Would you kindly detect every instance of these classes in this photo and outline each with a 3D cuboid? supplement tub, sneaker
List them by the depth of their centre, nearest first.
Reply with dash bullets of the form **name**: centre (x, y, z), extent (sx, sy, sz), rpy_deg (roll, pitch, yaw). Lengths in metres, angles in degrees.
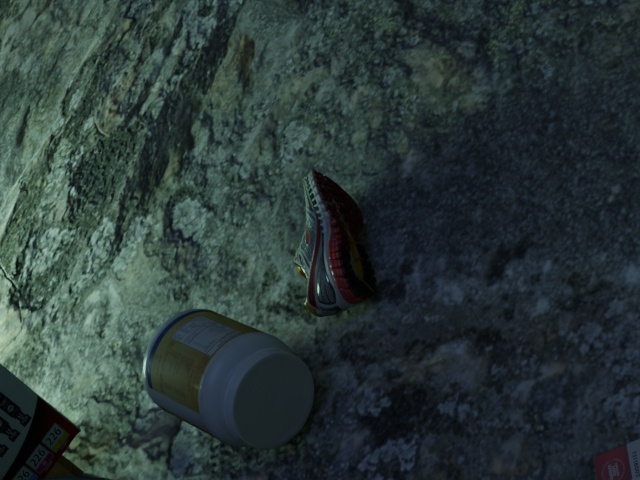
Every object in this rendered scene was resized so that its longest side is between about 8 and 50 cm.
- **supplement tub**: centre (-0.115, 0.174, 1.847), extent (0.199, 0.144, 0.144), rpy_deg (18, 76, 50)
- **sneaker**: centre (0.000, 0.000, 1.902), extent (0.092, 0.088, 0.225), rpy_deg (-34, 42, 26)

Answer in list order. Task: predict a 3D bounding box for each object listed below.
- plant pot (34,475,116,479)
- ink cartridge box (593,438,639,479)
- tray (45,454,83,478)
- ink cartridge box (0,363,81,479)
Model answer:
- **plant pot**: centre (-0.291, 0.400, 1.795), extent (0.290, 0.290, 0.195), rpy_deg (-2, 25, 46)
- **ink cartridge box**: centre (0.360, 0.226, 1.371), extent (0.198, 0.067, 0.115), rpy_deg (-29, 44, 29)
- **tray**: centre (-0.538, 0.393, 2.157), extent (0.411, 0.076, 0.203), rpy_deg (-3, 51, 44)
- **ink cartridge box**: centre (-0.523, 0.287, 1.944), extent (0.130, 0.272, 0.309), rpy_deg (13, 63, 53)
